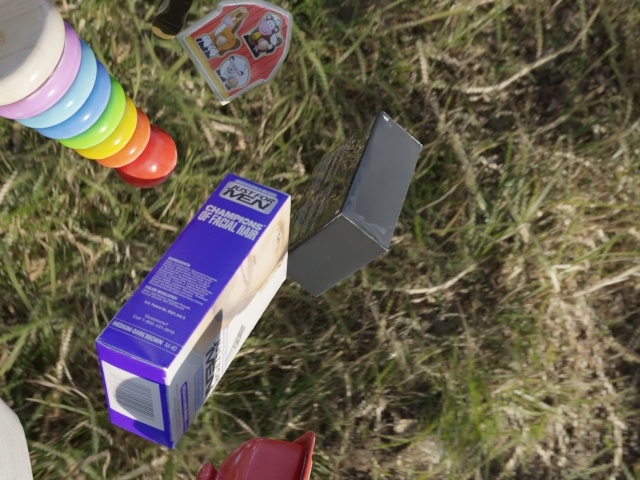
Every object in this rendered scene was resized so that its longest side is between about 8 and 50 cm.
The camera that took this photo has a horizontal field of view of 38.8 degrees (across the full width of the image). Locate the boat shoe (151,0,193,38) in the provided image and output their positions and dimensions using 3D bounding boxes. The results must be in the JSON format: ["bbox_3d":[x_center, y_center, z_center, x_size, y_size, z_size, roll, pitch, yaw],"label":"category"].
[{"bbox_3d":[-0.276,-0.442,1.731,0.056,0.153,0.048,27,54,-14],"label":"boat shoe"}]

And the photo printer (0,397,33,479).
[{"bbox_3d":[-0.579,0.392,1.571,0.107,0.307,0.256,-14,64,-8],"label":"photo printer"}]

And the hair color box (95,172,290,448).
[{"bbox_3d":[-0.159,0.088,1.231,0.110,0.185,0.338,19,48,13],"label":"hair color box"}]

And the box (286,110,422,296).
[{"bbox_3d":[0.047,-0.061,1.474,0.103,0.184,0.261,36,46,-15],"label":"box"}]

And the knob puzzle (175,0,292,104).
[{"bbox_3d":[-0.132,-0.348,1.622,0.213,0.213,0.030,-16,42,-15],"label":"knob puzzle"}]

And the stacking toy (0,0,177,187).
[{"bbox_3d":[-0.293,-0.158,1.138,0.141,0.330,0.141,-9,64,20],"label":"stacking toy"}]

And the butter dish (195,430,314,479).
[{"bbox_3d":[-0.092,0.299,1.075,0.118,0.160,0.160,27,50,-15],"label":"butter dish"}]
